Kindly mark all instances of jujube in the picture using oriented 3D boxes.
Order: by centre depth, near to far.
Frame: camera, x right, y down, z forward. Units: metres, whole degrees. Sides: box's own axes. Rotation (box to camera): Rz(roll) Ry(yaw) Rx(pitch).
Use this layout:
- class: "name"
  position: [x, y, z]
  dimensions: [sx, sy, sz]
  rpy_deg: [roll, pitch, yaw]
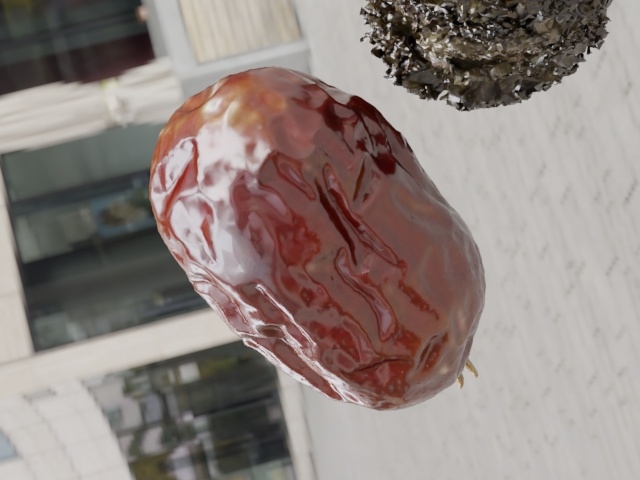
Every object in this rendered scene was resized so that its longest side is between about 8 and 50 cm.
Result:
- class: "jujube"
  position: [0.000, 0.000, 0.866]
  dimensions: [0.250, 0.174, 0.174]
  rpy_deg: [55, -179, -18]

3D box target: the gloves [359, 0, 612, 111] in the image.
- class: "gloves"
  position: [0.126, -0.193, 0.918]
  dimensions: [0.312, 0.210, 0.135]
  rpy_deg: [118, 138, -69]

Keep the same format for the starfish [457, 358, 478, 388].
- class: "starfish"
  position: [0.118, 0.107, 1.486]
  dimensions: [0.133, 0.041, 0.130]
  rpy_deg: [37, 161, 20]
